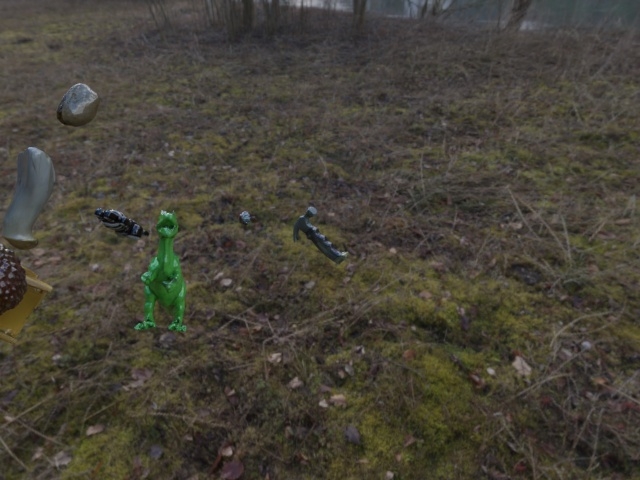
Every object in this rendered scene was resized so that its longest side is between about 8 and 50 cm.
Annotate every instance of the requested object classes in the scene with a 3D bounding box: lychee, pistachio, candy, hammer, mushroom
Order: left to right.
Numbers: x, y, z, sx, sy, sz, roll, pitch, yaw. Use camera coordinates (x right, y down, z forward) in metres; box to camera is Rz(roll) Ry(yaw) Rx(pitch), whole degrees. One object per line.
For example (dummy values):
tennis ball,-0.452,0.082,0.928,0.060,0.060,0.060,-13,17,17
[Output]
lychee,-0.635,0.091,0.778,0.164,0.198,0.165,-6,19,2
mushroom,-0.940,-0.132,1.355,0.122,0.329,0.159,15,1,-11
pistachio,-0.770,-0.425,1.344,0.112,0.113,0.149,12,56,18
candy,-0.258,-0.075,1.430,0.045,0.043,0.175,34,-7,-13
hammer,0.000,0.000,1.547,0.226,0.159,0.041,42,38,2

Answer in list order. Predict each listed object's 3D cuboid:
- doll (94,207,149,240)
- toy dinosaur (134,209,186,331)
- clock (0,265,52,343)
doll,-0.616,-0.046,1.314,0.090,0.219,0.067,9,76,8
toy dinosaur,-0.492,0.090,1.335,0.143,0.376,0.500,2,3,-18
clock,-1.067,0.156,1.325,0.200,0.317,0.244,6,62,35
